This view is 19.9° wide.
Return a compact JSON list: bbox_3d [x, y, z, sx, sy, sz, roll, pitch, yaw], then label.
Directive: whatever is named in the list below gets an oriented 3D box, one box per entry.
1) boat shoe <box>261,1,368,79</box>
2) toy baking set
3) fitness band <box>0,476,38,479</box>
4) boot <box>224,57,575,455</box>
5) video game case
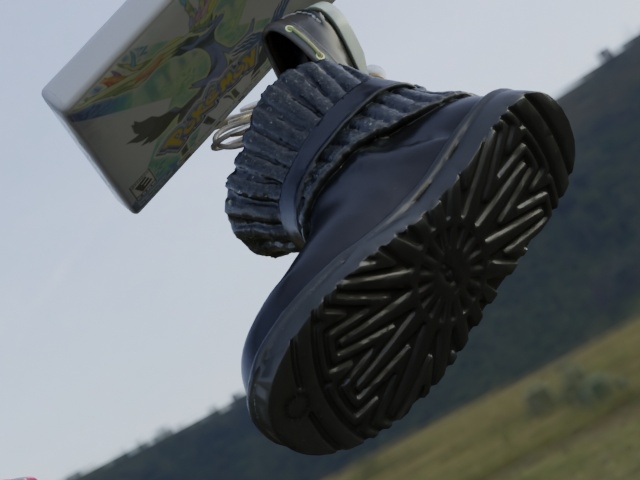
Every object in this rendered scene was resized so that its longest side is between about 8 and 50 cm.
[{"bbox_3d":[0.024,-0.100,1.604,0.068,0.228,0.081,-24,-10,-37],"label":"boat shoe"},{"bbox_3d":[-0.021,-0.135,1.885,0.196,0.030,0.256,-20,10,1],"label":"toy baking set"},{"bbox_3d":[-0.394,0.422,2.437,0.054,0.209,0.291,-10,-8,-3],"label":"fitness band"},{"bbox_3d":[0.002,0.003,1.354,0.260,0.131,0.348,12,47,44],"label":"boot"},{"bbox_3d":[-0.106,-0.195,1.731,0.329,0.036,0.300,-47,-16,-8],"label":"video game case"}]
